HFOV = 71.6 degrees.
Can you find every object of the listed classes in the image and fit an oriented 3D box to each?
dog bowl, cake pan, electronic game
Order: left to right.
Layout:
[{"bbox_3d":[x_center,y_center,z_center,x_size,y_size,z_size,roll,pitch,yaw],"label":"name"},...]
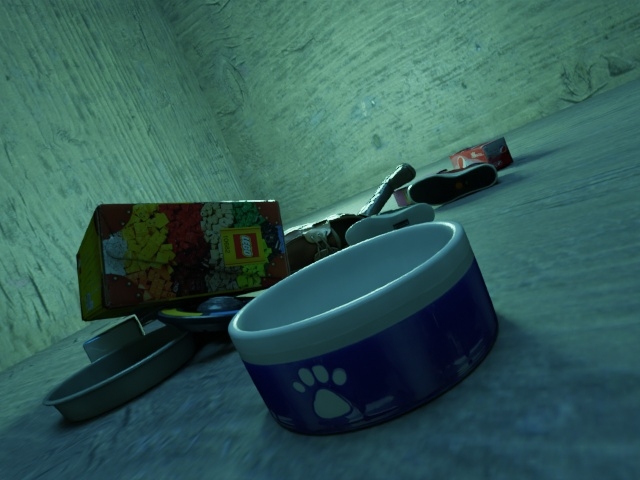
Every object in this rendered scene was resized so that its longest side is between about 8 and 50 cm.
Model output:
[{"bbox_3d":[-0.366,0.244,0.853,0.293,0.054,0.293,-24,7,3],"label":"cake pan"},{"bbox_3d":[-0.190,0.132,0.849,0.230,0.048,0.229,-3,1,0],"label":"electronic game"},{"bbox_3d":[0.043,0.079,0.478,0.265,0.104,0.265,-24,7,3],"label":"dog bowl"}]

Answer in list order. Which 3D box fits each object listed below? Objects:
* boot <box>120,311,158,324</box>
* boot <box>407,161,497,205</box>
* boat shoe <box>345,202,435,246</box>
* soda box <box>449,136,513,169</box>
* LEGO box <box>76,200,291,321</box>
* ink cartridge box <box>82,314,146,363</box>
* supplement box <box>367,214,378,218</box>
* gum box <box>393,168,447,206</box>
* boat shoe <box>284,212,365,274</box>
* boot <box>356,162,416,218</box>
[{"bbox_3d":[-0.646,0.268,1.598,0.198,0.076,0.137,-28,2,-33],"label":"boot"},{"bbox_3d":[0.380,-0.167,1.290,0.245,0.088,0.176,-14,10,18],"label":"boot"},{"bbox_3d":[0.163,-0.033,1.068,0.220,0.077,0.070,-17,7,-4],"label":"boat shoe"},{"bbox_3d":[0.544,-0.279,1.524,0.084,0.092,0.263,-24,6,-4],"label":"soda box"},{"bbox_3d":[-0.360,0.063,1.079,0.373,0.193,0.500,-5,-9,-34],"label":"LEGO box"},{"bbox_3d":[-0.561,0.271,1.226,0.134,0.077,0.231,-27,7,-22],"label":"ink cartridge box"},{"bbox_3d":[0.155,-0.046,1.304,0.055,0.043,0.083,-25,8,-6],"label":"supplement box"},{"bbox_3d":[0.365,-0.188,1.576,0.189,0.062,0.107,-28,8,-24],"label":"gum box"},{"bbox_3d":[0.000,0.000,1.189,0.324,0.123,0.116,-31,11,-34],"label":"boat shoe"},{"bbox_3d":[0.215,-0.153,1.496,0.208,0.076,0.189,-45,0,-24],"label":"boot"}]
